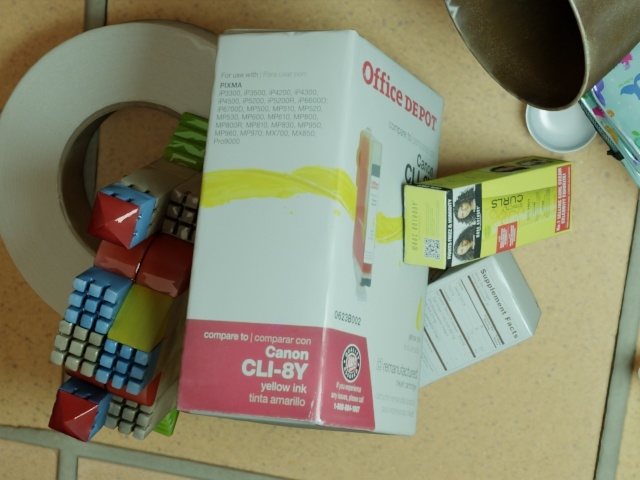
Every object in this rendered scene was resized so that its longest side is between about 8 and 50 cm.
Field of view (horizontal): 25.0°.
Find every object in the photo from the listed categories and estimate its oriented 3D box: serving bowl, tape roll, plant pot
[{"bbox_3d":[0.270,-0.140,1.599,0.083,0.027,0.083,3,103,13],"label":"serving bowl"},{"bbox_3d":[-0.200,-0.066,1.706,0.392,0.072,0.392,3,103,13],"label":"tape roll"},{"bbox_3d":[0.266,-0.274,1.388,0.230,0.215,0.215,-33,94,-18],"label":"plant pot"}]

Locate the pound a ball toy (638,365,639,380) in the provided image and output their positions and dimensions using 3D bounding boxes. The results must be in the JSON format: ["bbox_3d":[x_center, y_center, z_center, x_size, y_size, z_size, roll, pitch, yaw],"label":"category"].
[{"bbox_3d":[0.496,0.259,1.603,0.208,0.135,0.319,-6,103,40],"label":"pound a ball toy"}]

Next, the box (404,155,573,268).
[{"bbox_3d":[0.183,-0.032,1.540,0.058,0.232,0.087,11,106,41],"label":"box"}]

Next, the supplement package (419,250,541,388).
[{"bbox_3d":[0.147,0.087,1.640,0.179,0.105,0.105,-27,94,17],"label":"supplement package"}]

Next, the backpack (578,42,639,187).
[{"bbox_3d":[0.396,-0.144,1.492,0.225,0.191,0.253,-33,99,15],"label":"backpack"}]

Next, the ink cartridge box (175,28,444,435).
[{"bbox_3d":[0.000,0.000,1.492,0.160,0.279,0.385,1,81,24],"label":"ink cartridge box"}]

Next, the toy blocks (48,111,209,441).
[{"bbox_3d":[-0.196,0.072,1.563,0.190,0.261,0.381,20,107,8],"label":"toy blocks"}]
